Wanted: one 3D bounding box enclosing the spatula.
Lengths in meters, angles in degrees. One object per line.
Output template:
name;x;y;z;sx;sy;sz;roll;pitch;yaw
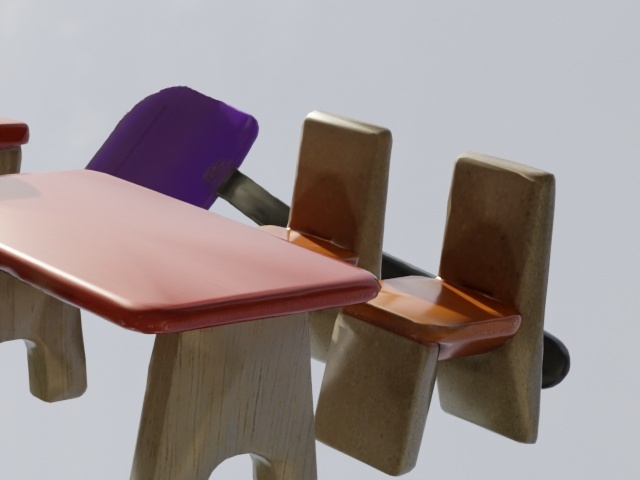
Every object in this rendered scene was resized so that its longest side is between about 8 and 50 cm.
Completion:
spatula;0.000;0.000;0.943;0.296;0.030;0.084;28;-104;25

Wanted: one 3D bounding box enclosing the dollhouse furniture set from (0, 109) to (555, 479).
dollhouse furniture set;-0.094;-0.011;0.576;0.259;0.262;0.135;19;-70;47
